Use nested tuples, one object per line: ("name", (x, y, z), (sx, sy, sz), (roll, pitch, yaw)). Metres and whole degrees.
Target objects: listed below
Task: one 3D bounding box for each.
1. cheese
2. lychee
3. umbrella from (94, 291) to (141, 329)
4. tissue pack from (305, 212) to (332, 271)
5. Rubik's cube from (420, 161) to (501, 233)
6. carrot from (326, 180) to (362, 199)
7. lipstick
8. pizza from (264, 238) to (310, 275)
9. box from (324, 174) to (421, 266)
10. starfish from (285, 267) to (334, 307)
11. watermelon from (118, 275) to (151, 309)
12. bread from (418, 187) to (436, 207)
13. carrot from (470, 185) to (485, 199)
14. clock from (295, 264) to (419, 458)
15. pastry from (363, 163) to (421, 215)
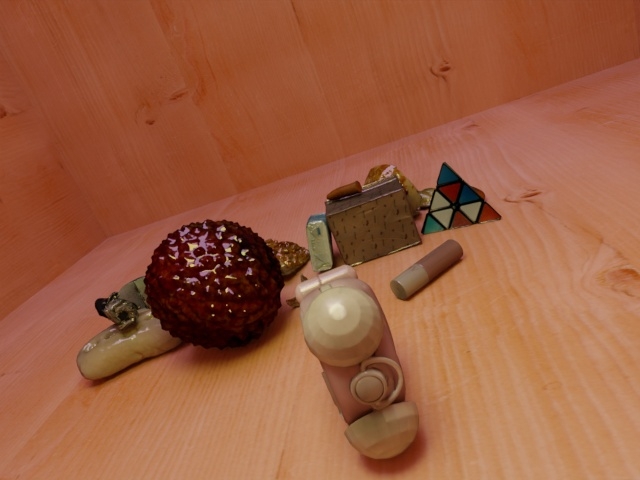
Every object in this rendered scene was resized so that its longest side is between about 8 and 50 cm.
("cheese", (-0.650, 0.357, 1.657), (0.351, 0.129, 0.328), (-7, 22, 39))
("lychee", (-0.344, 0.132, 1.513), (0.500, 0.424, 0.424), (17, 41, 39))
("umbrella", (-0.744, 0.238, 1.730), (0.358, 0.113, 0.106), (-1, 47, 55))
("tissue pack", (0.000, 0.000, 1.782), (0.089, 0.177, 0.263), (-10, 9, 2))
("Rubik's cube", (0.479, -0.206, 1.721), (0.284, 0.234, 0.250), (-9, 41, 29))
("carrot", (0.080, -0.177, 1.755), (0.139, 0.048, 0.048), (-16, 20, 27))
("lipstick", (0.323, 0.085, 1.451), (0.254, 0.070, 0.070), (-32, 22, -26))
("pizza", (-0.147, 0.051, 1.922), (0.226, 0.086, 0.335), (-7, 18, -13))
("box", (0.186, -0.070, 1.763), (0.297, 0.225, 0.190), (-20, 19, 10))
("starfish", (-0.007, 0.156, 1.615), (0.236, 0.062, 0.277), (-25, 13, -5))
("watermelon", (-0.678, 0.267, 1.967), (0.290, 0.213, 0.320), (3, -50, -51))
("bread", (0.453, -0.190, 2.042), (0.149, 0.065, 0.188), (-21, 17, -14))
("carrot", (0.595, -0.193, 1.920), (0.061, 0.061, 0.209), (-20, 16, 6))
("clock", (0.069, 0.230, 0.977), (0.184, 0.342, 0.326), (-26, 11, 2))
("pastry", (0.273, -0.176, 1.963), (0.170, 0.237, 0.256), (-46, 27, -12))
